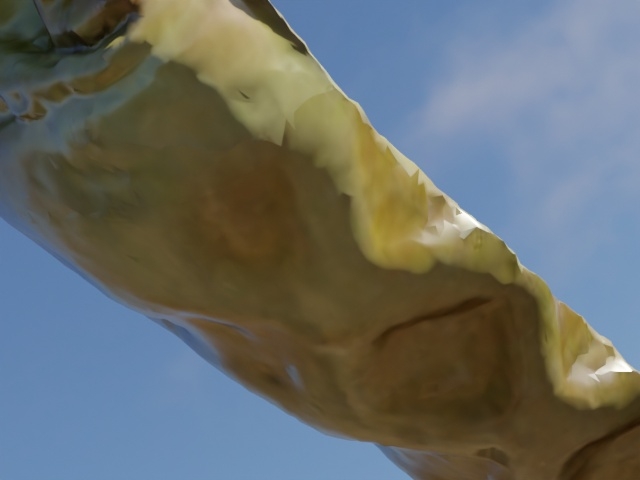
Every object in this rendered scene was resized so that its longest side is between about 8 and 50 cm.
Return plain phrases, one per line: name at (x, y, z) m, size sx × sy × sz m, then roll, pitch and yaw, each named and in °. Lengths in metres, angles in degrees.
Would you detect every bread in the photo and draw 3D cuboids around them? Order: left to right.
bread at (0.000, 0.000, 0.465) m, size 0.088 × 0.128 × 0.232 m, roll -47°, pitch -57°, yaw 4°
